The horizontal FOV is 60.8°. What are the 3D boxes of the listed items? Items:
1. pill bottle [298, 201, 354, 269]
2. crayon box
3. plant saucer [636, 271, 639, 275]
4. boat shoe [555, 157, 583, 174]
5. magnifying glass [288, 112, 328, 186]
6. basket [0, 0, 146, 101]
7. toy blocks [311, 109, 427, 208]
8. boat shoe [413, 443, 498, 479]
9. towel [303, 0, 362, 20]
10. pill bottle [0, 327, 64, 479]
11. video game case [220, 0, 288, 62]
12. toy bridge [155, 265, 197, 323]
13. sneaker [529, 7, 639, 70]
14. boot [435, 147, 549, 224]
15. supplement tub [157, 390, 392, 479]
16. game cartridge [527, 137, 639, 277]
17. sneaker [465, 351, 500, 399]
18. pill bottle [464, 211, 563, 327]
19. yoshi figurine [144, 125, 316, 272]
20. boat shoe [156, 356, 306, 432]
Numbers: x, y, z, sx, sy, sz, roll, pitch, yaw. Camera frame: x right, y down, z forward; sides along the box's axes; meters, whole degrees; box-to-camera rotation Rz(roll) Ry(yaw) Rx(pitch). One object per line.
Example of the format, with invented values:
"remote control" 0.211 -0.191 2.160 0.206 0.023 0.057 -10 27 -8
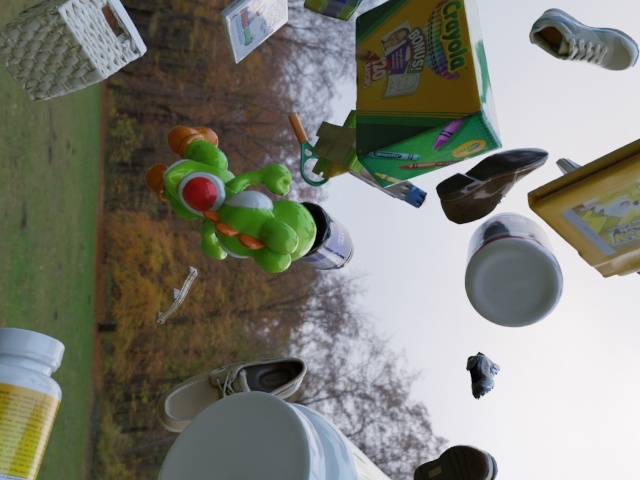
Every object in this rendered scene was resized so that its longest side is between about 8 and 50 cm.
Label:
"pill bottle" 0.000 0.000 1.256 0.219 0.122 0.123 34 49 -64
"crayon box" 0.137 -0.224 0.742 0.165 0.081 0.279 -17 -126 29
"plant saucer" 0.810 0.035 1.325 0.084 0.332 0.332 -55 -153 8
"boat shoe" 0.763 -0.166 1.524 0.076 0.083 0.226 -43 -119 12
"magnifying glass" -0.039 -0.269 1.623 0.231 0.092 0.026 67 -16 5
"basket" -0.351 -0.270 0.754 0.113 0.167 0.103 62 35 -35
"toy blocks" 0.141 -0.203 1.469 0.191 0.260 0.381 -61 -159 6
"boat shoe" 0.292 0.478 1.120 0.257 0.095 0.095 129 -30 -55
"towel" 0.020 -0.366 0.829 0.060 0.083 0.009 -57 160 -12
"pill bottle" -0.371 0.213 0.625 0.118 0.117 0.209 124 -25 -56
"video game case" -0.118 -0.418 1.019 0.019 0.143 0.157 46 -9 7
"toy bridge" -0.399 0.157 1.515 0.188 0.026 0.063 -53 -150 12
"sneaker" 0.561 -0.416 1.173 0.228 0.092 0.088 32 -32 22
"boot" 0.445 -0.144 1.398 0.112 0.305 0.115 -121 -173 -62
"supplement tub" -0.030 0.352 0.688 0.325 0.235 0.236 55 9 -42
"game cartridge" 0.585 -0.052 0.984 0.285 0.323 0.053 -30 -140 38
"sneaker" 0.500 0.422 1.732 0.106 0.234 0.078 47 -63 11
"pill bottle" 0.467 0.051 1.346 0.363 0.210 0.211 -45 146 -67
"yoshi figurine" -0.146 -0.061 0.996 0.362 0.203 0.204 39 -30 32
"boat shoe" -0.195 0.329 1.228 0.122 0.340 0.110 65 -29 22
